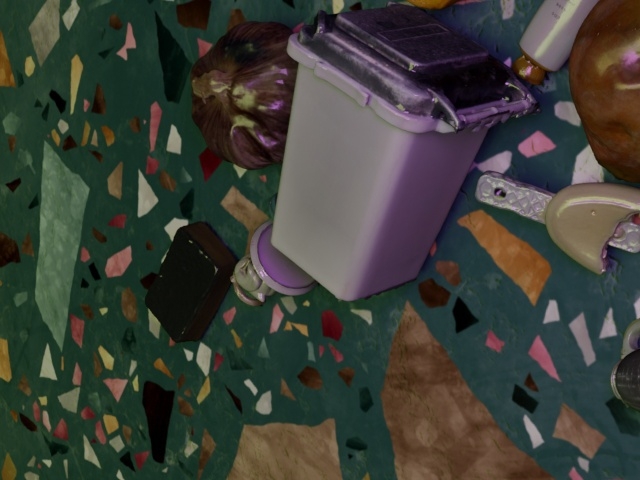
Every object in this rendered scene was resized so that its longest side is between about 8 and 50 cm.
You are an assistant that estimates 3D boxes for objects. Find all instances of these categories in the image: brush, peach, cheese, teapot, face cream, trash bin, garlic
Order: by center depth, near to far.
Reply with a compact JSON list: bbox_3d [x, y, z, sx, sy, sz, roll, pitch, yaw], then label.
[{"bbox_3d":[0.383,-0.175,1.340,0.214,0.214,0.236,26,120,37],"label":"peach"},{"bbox_3d":[0.415,0.162,1.457,0.092,0.124,0.090,43,155,-20],"label":"teapot"},{"bbox_3d":[0.311,-0.284,1.491,0.072,0.051,0.182,47,123,26],"label":"face cream"},{"bbox_3d":[0.311,-0.039,1.501,0.235,0.050,0.127,22,121,20],"label":"cheese"},{"bbox_3d":[0.093,-0.109,1.599,0.296,0.255,0.368,37,125,30],"label":"trash bin"},{"bbox_3d":[-0.110,-0.227,1.811,0.245,0.160,0.245,0,90,35],"label":"garlic"},{"bbox_3d":[-0.229,0.076,2.032,0.123,0.059,0.197,46,124,26],"label":"brush"}]

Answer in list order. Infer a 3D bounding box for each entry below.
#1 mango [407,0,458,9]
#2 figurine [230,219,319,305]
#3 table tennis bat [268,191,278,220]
[{"bbox_3d":[0.138,-0.406,1.602,0.217,0.102,0.141,39,140,35],"label":"mango"},{"bbox_3d":[-0.082,0.052,1.869,0.153,0.132,0.132,-38,71,52],"label":"figurine"},{"bbox_3d":[0.000,0.000,1.786,0.201,0.124,0.033,44,117,4],"label":"table tennis bat"}]
